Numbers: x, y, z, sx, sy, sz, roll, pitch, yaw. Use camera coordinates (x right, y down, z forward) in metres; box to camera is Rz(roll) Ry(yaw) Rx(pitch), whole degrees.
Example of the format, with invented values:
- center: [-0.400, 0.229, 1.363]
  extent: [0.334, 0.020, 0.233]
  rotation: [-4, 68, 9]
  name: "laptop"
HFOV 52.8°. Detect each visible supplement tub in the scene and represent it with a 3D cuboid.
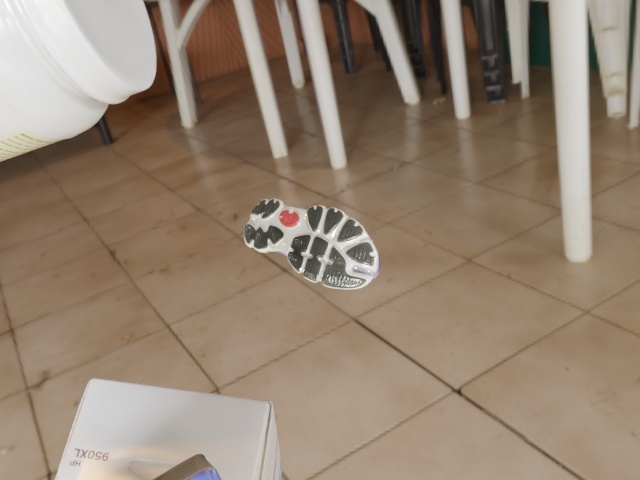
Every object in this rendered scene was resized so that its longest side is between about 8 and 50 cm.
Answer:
- center: [-0.346, -0.183, 0.601]
  extent: [0.324, 0.236, 0.235]
  rotation: [-17, 24, 10]
  name: "supplement tub"

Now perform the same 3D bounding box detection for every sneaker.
- center: [0.000, 0.000, 0.613]
  extent: [0.071, 0.068, 0.169]
  rotation: [19, 4, -43]
  name: "sneaker"

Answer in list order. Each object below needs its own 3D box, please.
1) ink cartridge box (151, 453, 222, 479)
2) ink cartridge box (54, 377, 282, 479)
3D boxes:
- center: [-0.189, 0.326, 0.572]
  extent: [0.269, 0.151, 0.395]
  rotation: [-27, -11, -18]
  name: "ink cartridge box"
- center: [-0.216, 0.385, 1.059]
  extent: [0.285, 0.395, 0.166]
  rotation: [6, 58, 2]
  name: "ink cartridge box"
